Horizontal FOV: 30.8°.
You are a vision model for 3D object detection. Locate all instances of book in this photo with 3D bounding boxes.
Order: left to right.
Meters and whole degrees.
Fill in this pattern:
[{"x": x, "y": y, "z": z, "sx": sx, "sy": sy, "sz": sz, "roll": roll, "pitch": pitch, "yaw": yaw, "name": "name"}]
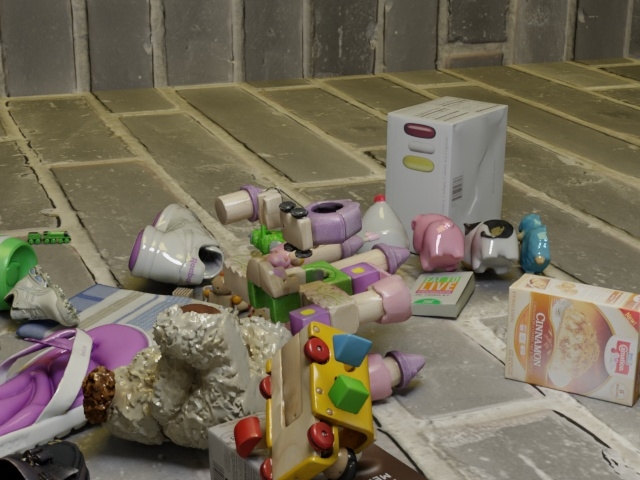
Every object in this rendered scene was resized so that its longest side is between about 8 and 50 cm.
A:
[{"x": 0.195, "y": 0.091, "z": 1.937, "sx": 0.096, "sy": 0.035, "sz": 0.144, "roll": 1, "pitch": 18, "yaw": 19, "name": "book"}]

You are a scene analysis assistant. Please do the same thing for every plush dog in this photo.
[{"x": -0.172, "y": 0.196, "z": 1.450, "sx": 0.225, "sy": 0.210, "sz": 0.262, "roll": -8, "pitch": -12, "yaw": 23, "name": "plush dog"}]

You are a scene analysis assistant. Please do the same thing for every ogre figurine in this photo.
[{"x": -0.056, "y": 0.008, "z": 2.077, "sx": 0.118, "sy": 0.097, "sz": 0.197, "roll": 5, "pitch": 27, "yaw": -23, "name": "ogre figurine"}]

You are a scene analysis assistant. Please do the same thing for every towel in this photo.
[{"x": -0.295, "y": 0.132, "z": 1.798, "sx": 0.285, "sy": 0.034, "sz": 0.209, "roll": 8, "pitch": 22, "yaw": 27, "name": "towel"}]

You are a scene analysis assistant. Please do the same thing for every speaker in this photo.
[{"x": -0.622, "y": 0.041, "z": 1.913, "sx": 0.296, "sy": 0.131, "sz": 0.131, "roll": 6, "pitch": 19, "yaw": 15, "name": "speaker"}]

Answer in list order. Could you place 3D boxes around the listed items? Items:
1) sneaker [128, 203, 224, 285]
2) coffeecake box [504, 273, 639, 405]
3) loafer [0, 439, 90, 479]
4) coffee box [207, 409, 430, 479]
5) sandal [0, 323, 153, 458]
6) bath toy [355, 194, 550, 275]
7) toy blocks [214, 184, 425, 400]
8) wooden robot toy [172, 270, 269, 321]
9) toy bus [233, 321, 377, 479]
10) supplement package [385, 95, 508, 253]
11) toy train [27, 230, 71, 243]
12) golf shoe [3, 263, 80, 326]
[{"x": -0.238, "y": 0.022, "z": 2.037, "sx": 0.152, "sy": 0.114, "sz": 0.305, "roll": 17, "pitch": 15, "yaw": 0, "name": "sneaker"}, {"x": 0.358, "y": 0.136, "z": 1.624, "sx": 0.185, "sy": 0.142, "sz": 0.068, "roll": 10, "pitch": 22, "yaw": 27, "name": "coffeecake box"}, {"x": -0.337, "y": 0.281, "z": 1.251, "sx": 0.109, "sy": 0.095, "sz": 0.302, "roll": 6, "pitch": 19, "yaw": 16, "name": "loafer"}, {"x": -0.002, "y": 0.275, "z": 1.271, "sx": 0.141, "sy": 0.098, "sz": 0.246, "roll": -14, "pitch": 23, "yaw": -33, "name": "coffee box"}, {"x": -0.364, "y": 0.181, "z": 1.514, "sx": 0.169, "sy": 0.102, "sz": 0.416, "roll": 13, "pitch": 26, "yaw": 27, "name": "sandal"}, {"x": 0.222, "y": -0.006, "z": 2.029, "sx": 0.348, "sy": 0.129, "sz": 0.151, "roll": 4, "pitch": -26, "yaw": -15, "name": "bath toy"}, {"x": 0.030, "y": 0.041, "z": 1.639, "sx": 0.260, "sy": 0.309, "sz": 0.288, "roll": -16, "pitch": 24, "yaw": -25, "name": "toy blocks"}, {"x": -0.158, "y": 0.083, "z": 1.873, "sx": 0.173, "sy": 0.079, "sz": 0.076, "roll": 11, "pitch": 22, "yaw": 28, "name": "wooden robot toy"}, {"x": 0.006, "y": 0.188, "z": 1.197, "sx": 0.104, "sy": 0.202, "sz": 0.191, "roll": 22, "pitch": 1, "yaw": -28, "name": "toy bus"}, {"x": 0.236, "y": -0.122, "z": 2.202, "sx": 0.145, "sy": 0.262, "sz": 0.204, "roll": 14, "pitch": 23, "yaw": 36, "name": "supplement package"}, {"x": -0.517, "y": -0.007, "z": 2.215, "sx": 0.083, "sy": 0.023, "sz": 0.017, "roll": -2, "pitch": 19, "yaw": -7, "name": "toy train"}, {"x": -0.429, "y": 0.104, "z": 1.783, "sx": 0.086, "sy": 0.069, "sz": 0.176, "roll": -36, "pitch": 30, "yaw": -17, "name": "golf shoe"}]
